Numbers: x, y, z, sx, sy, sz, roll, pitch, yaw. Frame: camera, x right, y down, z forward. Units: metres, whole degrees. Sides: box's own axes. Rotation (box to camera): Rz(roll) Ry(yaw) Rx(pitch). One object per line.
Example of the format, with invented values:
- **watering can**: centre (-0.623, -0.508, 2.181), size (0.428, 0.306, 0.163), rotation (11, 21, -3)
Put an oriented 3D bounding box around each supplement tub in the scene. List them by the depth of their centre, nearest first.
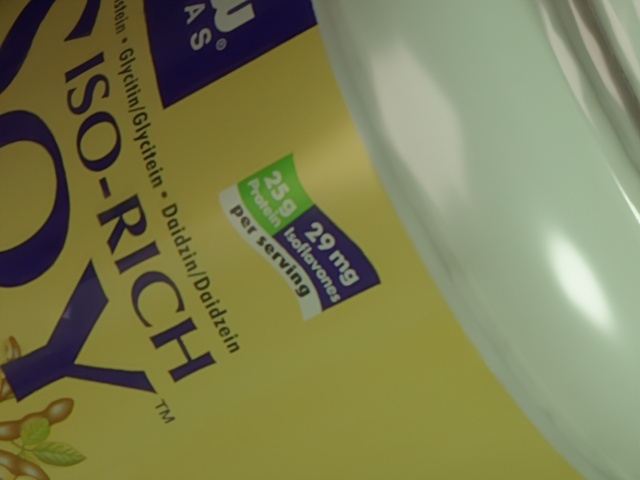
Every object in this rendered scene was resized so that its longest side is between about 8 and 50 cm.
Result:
- **supplement tub**: centre (0.000, 0.000, 0.626), size (0.331, 0.241, 0.241), rotation (-27, 75, 22)
